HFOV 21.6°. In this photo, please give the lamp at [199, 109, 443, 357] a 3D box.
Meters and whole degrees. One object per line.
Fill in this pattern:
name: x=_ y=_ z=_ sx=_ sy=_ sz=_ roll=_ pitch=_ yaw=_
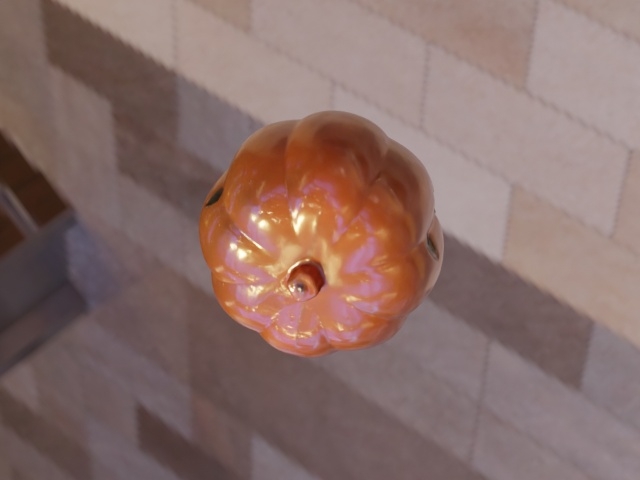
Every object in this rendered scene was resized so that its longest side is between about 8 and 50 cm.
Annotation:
lamp: x=0.000 y=0.000 z=1.275 sx=0.187 sy=0.164 sz=0.188 roll=5 pitch=118 yaw=9
